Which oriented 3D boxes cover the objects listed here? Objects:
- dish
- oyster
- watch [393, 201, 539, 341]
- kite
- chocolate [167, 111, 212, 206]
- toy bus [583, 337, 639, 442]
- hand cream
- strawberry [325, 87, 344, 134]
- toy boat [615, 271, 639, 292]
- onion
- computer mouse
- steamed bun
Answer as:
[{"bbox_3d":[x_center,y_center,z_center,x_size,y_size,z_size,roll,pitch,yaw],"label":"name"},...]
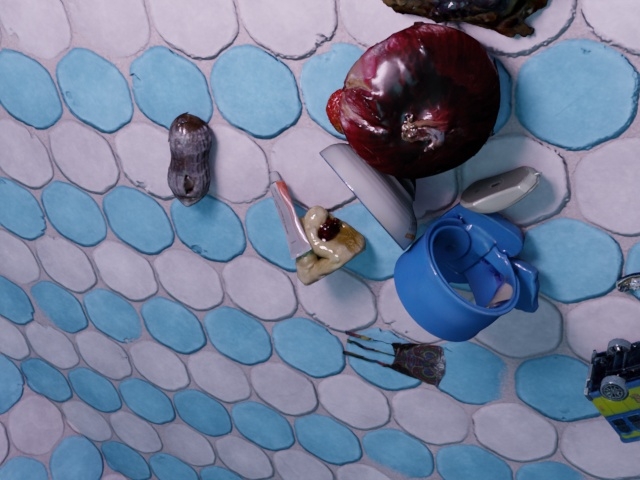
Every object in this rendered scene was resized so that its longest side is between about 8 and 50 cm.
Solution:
[{"bbox_3d":[0.133,-0.122,1.632,0.134,0.273,0.273,-41,103,3],"label":"dish"},{"bbox_3d":[0.239,-0.475,1.357,0.361,0.096,0.221,15,124,14],"label":"oyster"},{"bbox_3d":[0.315,0.097,1.640,0.305,0.274,0.241,40,133,1],"label":"watch"},{"bbox_3d":[0.189,0.305,2.050,0.285,0.015,0.152,13,130,19],"label":"kite"},{"bbox_3d":[-0.314,-0.193,1.865,0.110,0.110,0.248,22,129,11],"label":"chocolate"},{"bbox_3d":[0.745,0.298,1.654,0.312,0.152,0.190,-29,108,41],"label":"toy bus"},{"bbox_3d":[-0.076,-0.065,1.809,0.052,0.038,0.216,-43,63,56],"label":"hand cream"},{"bbox_3d":[0.056,-0.265,1.615,0.106,0.106,0.106,15,131,18],"label":"strawberry"},{"bbox_3d":[0.655,0.087,1.614,0.083,0.038,0.038,-26,110,41],"label":"toy boat"},{"bbox_3d":[0.193,-0.250,1.445,0.314,0.232,0.314,-6,123,-10],"label":"onion"},{"bbox_3d":[0.375,-0.099,1.584,0.181,0.089,0.056,-20,124,35],"label":"computer mouse"},{"bbox_3d":[0.000,0.000,1.840,0.172,0.141,0.155,-30,94,38],"label":"steamed bun"}]
